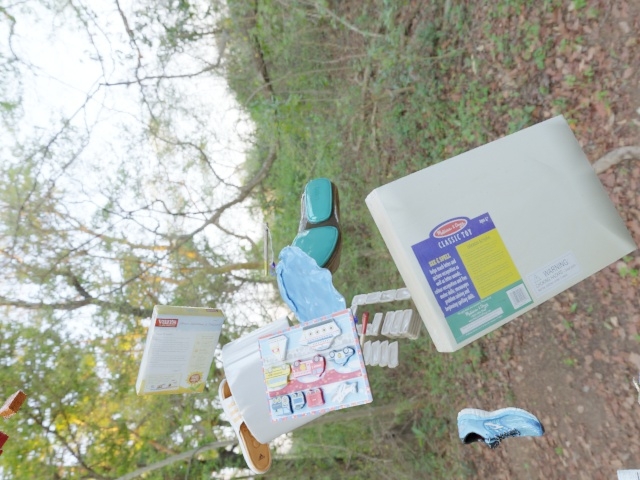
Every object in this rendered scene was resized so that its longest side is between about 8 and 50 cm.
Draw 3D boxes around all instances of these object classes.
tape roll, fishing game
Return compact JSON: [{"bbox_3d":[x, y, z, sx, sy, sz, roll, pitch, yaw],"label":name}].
[{"bbox_3d":[-0.104,0.323,1.051,0.246,0.169,0.246,64,175,9],"label":"tape roll"},{"bbox_3d":[-0.011,0.091,0.760,0.264,0.041,0.189,37,142,34],"label":"fishing game"}]

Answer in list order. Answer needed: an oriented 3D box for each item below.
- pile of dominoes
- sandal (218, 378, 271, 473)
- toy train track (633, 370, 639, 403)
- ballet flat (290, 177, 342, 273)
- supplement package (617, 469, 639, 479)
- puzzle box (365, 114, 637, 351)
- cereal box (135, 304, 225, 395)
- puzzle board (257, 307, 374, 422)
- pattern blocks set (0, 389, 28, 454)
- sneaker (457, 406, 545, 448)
[{"bbox_3d":[0.143,0.220,1.099,0.251,0.040,0.196,-20,44,56],"label":"pile of dominoes"},{"bbox_3d":[-0.183,0.488,1.210,0.076,0.101,0.265,-38,73,40],"label":"sandal"},{"bbox_3d":[0.467,0.207,0.641,0.083,0.014,0.048,-36,-82,-48],"label":"toy train track"},{"bbox_3d":[0.000,0.000,1.005,0.343,0.116,0.124,-88,-16,-48],"label":"ballet flat"},{"bbox_3d":[0.761,0.579,0.906,0.194,0.203,0.149,48,-140,-25],"label":"supplement package"},{"bbox_3d":[0.306,-0.027,0.742,0.272,0.408,0.052,66,162,7],"label":"puzzle box"},{"bbox_3d":[-0.359,0.283,1.143,0.047,0.172,0.240,41,116,54],"label":"cereal box"},{"bbox_3d":[-0.012,0.138,0.486,0.011,0.128,0.097,19,-126,-59],"label":"puzzle board"},{"bbox_3d":[-0.580,0.369,0.699,0.026,0.285,0.324,47,163,-22],"label":"pattern blocks set"},{"bbox_3d":[0.339,0.365,0.845,0.063,0.162,0.073,55,-142,-22],"label":"sneaker"}]
